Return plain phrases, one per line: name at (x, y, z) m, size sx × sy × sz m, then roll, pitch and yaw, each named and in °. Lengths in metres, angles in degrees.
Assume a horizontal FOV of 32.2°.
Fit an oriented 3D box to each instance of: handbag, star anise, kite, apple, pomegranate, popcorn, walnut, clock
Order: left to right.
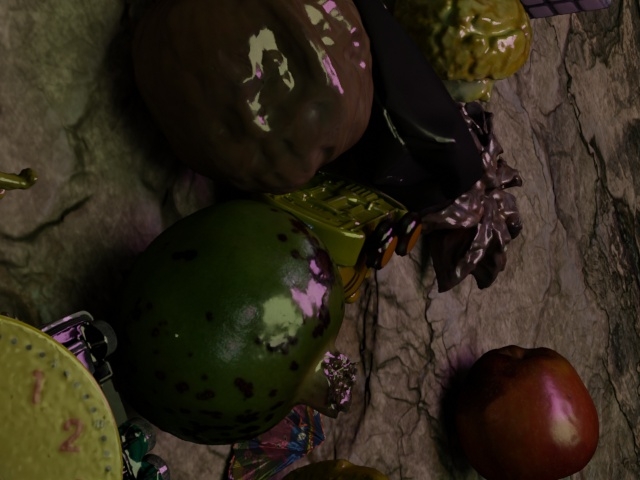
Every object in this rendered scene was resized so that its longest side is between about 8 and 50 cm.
clock at (-0.291, 0.197, 0.875) m, size 0.277 × 0.071 × 0.294 m, roll 3°, pitch 86°, yaw -26°
pomegranate at (-0.082, 0.088, 1.123) m, size 0.254 × 0.270 × 0.254 m, roll -62°, pitch 172°, yaw -16°
walnut at (-0.067, -0.187, 1.197) m, size 0.227 × 0.273 × 0.273 m, roll -123°, pitch -167°, yaw -69°
kite at (-0.045, 0.200, 1.385) m, size 0.234 × 0.016 × 0.321 m, roll 45°, pitch 52°, yaw -43°
handbag at (0.087, -0.197, 1.441) m, size 0.342 × 0.152 × 0.288 m, roll 26°, pitch 42°, yaw -75°
popcorn at (0.203, -0.310, 1.628) m, size 0.221 × 0.204 × 0.184 m, roll -96°, pitch -161°, yaw -53°
star anise at (0.229, -0.073, 1.720) m, size 0.331 × 0.117 × 0.332 m, roll 15°, pitch 70°, yaw -50°
apple at (0.320, 0.271, 1.738) m, size 0.230 × 0.230 × 0.230 m, roll 7°, pitch 81°, yaw -55°

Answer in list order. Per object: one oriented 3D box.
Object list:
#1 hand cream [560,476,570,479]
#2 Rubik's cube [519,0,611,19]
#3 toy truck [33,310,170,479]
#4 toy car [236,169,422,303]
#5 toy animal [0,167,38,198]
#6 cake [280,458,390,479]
hand cream at (0.394, 0.388, 1.941) m, size 0.147 × 0.093 × 0.306 m, roll -40°, pitch 121°, yaw -48°
Rubik's cube at (0.340, -0.515, 1.812) m, size 0.237 × 0.238 × 0.237 m, roll 32°, pitch 62°, yaw -49°
toy truck at (-0.236, 0.181, 1.029) m, size 0.110 × 0.116 × 0.216 m, roll -31°, pitch 105°, yaw -54°
toy car at (0.000, 0.000, 1.339) m, size 0.248 × 0.200 × 0.142 m, roll -20°, pitch 133°, yaw -63°
toy animal at (-0.338, -0.015, 0.945) m, size 0.136 × 0.073 × 0.181 m, roll 27°, pitch 77°, yaw -43°
cake at (0.000, 0.387, 1.293) m, size 0.156 × 0.179 × 0.261 m, roll 55°, pitch 42°, yaw -38°
